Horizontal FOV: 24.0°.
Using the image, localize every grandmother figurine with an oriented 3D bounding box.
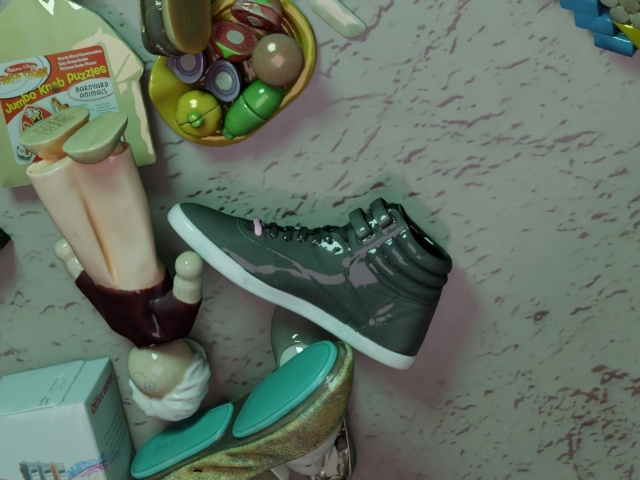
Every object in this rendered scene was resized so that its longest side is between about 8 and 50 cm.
[{"bbox_3d":[-0.196,0.035,1.507,0.104,0.207,0.342,-34,122,-27],"label":"grandmother figurine"}]

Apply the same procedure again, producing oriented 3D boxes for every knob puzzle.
[{"bbox_3d":[-0.265,-0.160,1.512,0.213,0.030,0.213,3,107,10],"label":"knob puzzle"}]

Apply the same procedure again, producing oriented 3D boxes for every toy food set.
[{"bbox_3d":[-0.074,-0.176,1.474,0.218,0.071,0.128,-40,101,14],"label":"toy food set"}]

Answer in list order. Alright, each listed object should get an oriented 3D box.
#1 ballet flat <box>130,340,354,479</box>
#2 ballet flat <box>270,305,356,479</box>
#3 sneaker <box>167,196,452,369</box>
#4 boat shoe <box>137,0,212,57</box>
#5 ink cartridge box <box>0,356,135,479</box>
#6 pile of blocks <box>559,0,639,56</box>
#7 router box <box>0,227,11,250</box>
[{"bbox_3d":[-0.056,0.204,1.527,0.123,0.123,0.348,49,131,-11],"label":"ballet flat"},{"bbox_3d":[-0.004,0.168,1.579,0.072,0.068,0.213,-12,106,8],"label":"ballet flat"},{"bbox_3d":[0.000,0.000,1.514,0.295,0.104,0.147,29,104,-9],"label":"sneaker"},{"bbox_3d":[-0.149,-0.280,1.445,0.073,0.073,0.207,-1,95,-41],"label":"boat shoe"},{"bbox_3d":[-0.273,0.232,1.588,0.127,0.128,0.176,-10,106,7],"label":"ink cartridge box"},{"bbox_3d":[0.268,-0.287,1.411,0.362,0.149,0.113,47,62,-19],"label":"pile of blocks"},{"bbox_3d":[-0.434,0.018,1.575,0.133,0.046,0.179,44,105,-9],"label":"router box"}]
